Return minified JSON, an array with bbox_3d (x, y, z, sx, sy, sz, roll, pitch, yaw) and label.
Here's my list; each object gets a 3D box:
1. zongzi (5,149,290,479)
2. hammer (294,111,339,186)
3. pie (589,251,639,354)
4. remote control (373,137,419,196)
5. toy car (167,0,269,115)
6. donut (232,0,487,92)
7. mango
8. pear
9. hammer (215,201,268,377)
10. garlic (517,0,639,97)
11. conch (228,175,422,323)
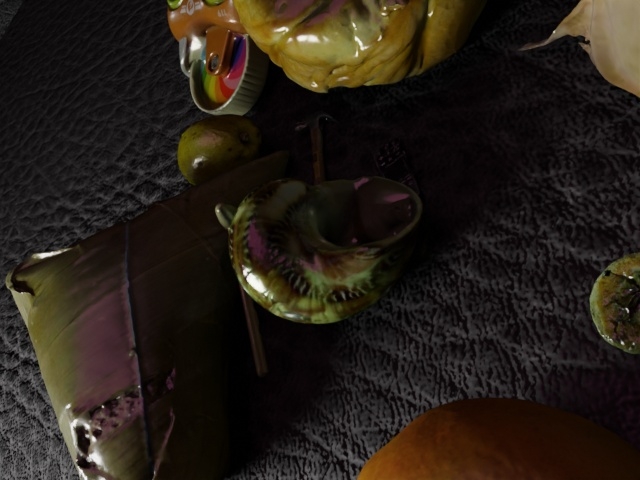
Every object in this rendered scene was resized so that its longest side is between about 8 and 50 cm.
[{"bbox_3d":[-0.132,0.094,0.703,0.393,0.174,0.356,-29,62,-7],"label":"zongzi"},{"bbox_3d":[0.001,-0.089,0.756,0.062,0.017,0.182,-24,56,30],"label":"hammer"},{"bbox_3d":[0.249,0.047,0.463,0.084,0.021,0.084,-20,56,32],"label":"pie"},{"bbox_3d":[0.087,-0.074,0.674,0.039,0.014,0.096,-33,49,24],"label":"remote control"},{"bbox_3d":[-0.147,-0.301,0.927,0.235,0.145,0.235,-8,79,44],"label":"toy car"},{"bbox_3d":[0.046,-0.352,0.714,0.360,0.170,0.360,-5,75,21],"label":"donut"},{"bbox_3d":[0.139,0.197,0.401,0.254,0.139,0.175,-4,78,31],"label":"mango"},{"bbox_3d":[-0.141,-0.123,0.831,0.131,0.107,0.107,-27,51,43],"label":"pear"},{"bbox_3d":[-0.082,0.052,0.653,0.028,0.060,0.195,-14,81,3],"label":"hammer"},{"bbox_3d":[0.284,-0.150,0.458,0.196,0.151,0.338,-60,40,36],"label":"garlic"},{"bbox_3d":[0.000,0.002,0.627,0.187,0.124,0.181,-34,54,-17],"label":"conch"}]
